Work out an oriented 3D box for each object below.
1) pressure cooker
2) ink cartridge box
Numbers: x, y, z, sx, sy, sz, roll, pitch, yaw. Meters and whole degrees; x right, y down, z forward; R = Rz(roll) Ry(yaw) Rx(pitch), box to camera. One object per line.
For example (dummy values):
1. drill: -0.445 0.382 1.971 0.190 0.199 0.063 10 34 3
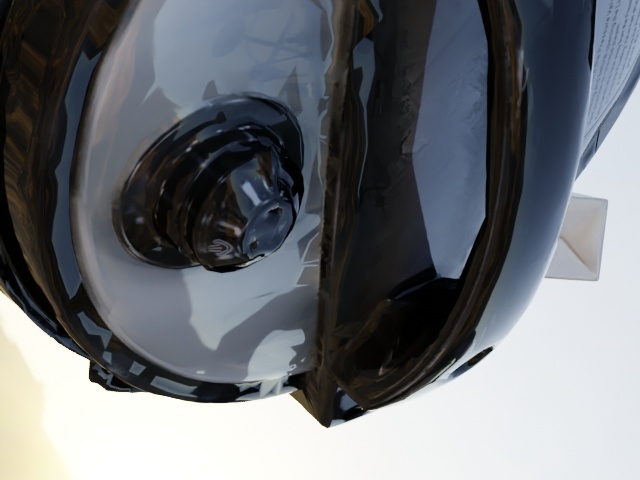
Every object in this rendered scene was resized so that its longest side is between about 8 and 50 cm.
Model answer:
1. pressure cooker: -0.043 -0.130 0.732 0.420 0.375 0.370 42 6 35
2. ink cartridge box: 0.136 -0.014 1.290 0.198 0.115 0.067 -156 -110 -76
